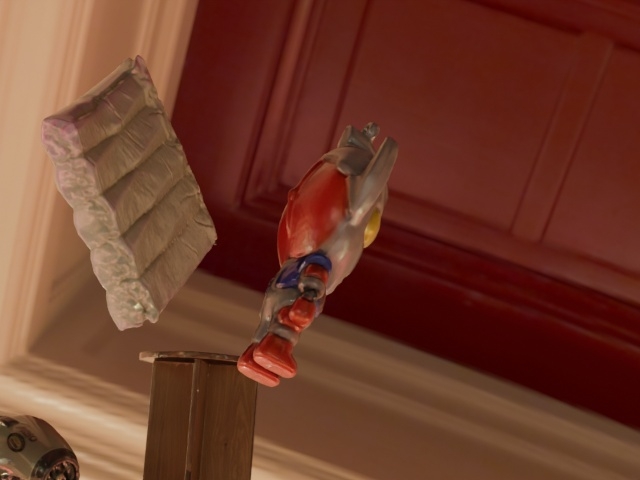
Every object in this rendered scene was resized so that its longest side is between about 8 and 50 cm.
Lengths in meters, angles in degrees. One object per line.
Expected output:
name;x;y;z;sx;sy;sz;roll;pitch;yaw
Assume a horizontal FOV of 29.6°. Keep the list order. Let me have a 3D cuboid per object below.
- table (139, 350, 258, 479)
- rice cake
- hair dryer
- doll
table;-0.149;0.257;1.486;0.167;0.226;0.167;4;170;1
rice cake;-0.140;-0.039;0.919;0.037;0.189;0.198;-15;-157;14
hair dryer;-0.410;0.242;1.276;0.267;0.092;0.229;-20;-152;-24
doll;0.001;0.000;0.765;0.062;0.104;0.194;22;-118;2
